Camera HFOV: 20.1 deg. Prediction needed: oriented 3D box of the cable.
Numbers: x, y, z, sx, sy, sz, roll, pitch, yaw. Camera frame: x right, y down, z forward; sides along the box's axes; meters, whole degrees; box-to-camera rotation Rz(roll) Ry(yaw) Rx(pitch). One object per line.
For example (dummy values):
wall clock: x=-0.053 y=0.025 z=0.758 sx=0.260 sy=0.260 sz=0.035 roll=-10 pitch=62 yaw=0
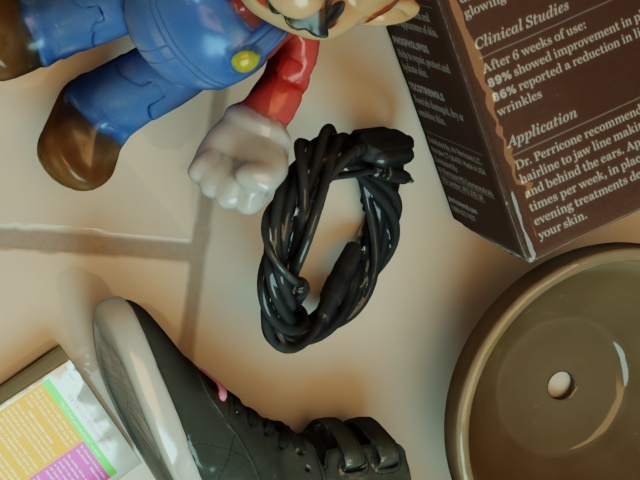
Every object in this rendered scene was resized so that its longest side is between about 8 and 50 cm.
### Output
cable: x=0.000 y=0.000 z=1.139 sx=0.047 sy=0.184 sz=0.151 roll=26 pitch=108 yaw=19

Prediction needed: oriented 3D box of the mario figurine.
mario figurine: x=-0.060 y=-0.131 z=0.998 sx=0.320 sy=0.170 sz=0.198 roll=-24 pitch=148 yaw=30

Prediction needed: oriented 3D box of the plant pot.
plant pot: x=0.185 y=0.111 z=1.236 sx=0.237 sy=0.110 sz=0.237 roll=-4 pitch=103 yaw=-17

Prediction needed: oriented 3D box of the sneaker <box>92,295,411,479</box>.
sneaker: x=-0.034 y=0.130 z=1.177 sx=0.147 sy=0.104 sz=0.296 roll=-32 pitch=116 yaw=-11

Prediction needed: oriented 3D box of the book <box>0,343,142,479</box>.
book: x=-0.199 y=0.148 z=1.159 sx=0.144 sy=0.035 sz=0.096 roll=-34 pitch=113 yaw=-8

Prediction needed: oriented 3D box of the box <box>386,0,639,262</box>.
box: x=0.127 y=-0.201 z=1.137 sx=0.191 sy=0.143 sz=0.381 roll=-24 pitch=110 yaw=-12
